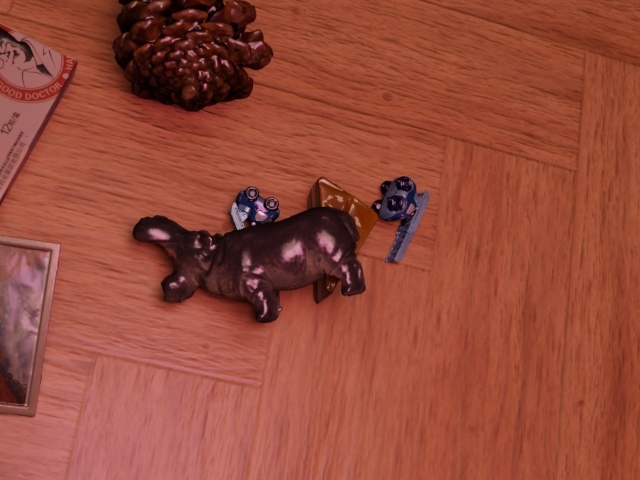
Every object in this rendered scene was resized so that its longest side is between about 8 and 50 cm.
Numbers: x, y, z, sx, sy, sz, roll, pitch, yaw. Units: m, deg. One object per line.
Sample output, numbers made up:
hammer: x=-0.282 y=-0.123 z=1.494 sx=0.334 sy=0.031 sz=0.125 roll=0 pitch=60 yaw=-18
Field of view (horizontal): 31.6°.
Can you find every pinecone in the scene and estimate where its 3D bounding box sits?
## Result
pinecone: x=-0.204 y=-0.328 z=1.739 sx=0.244 sy=0.244 sz=0.309 roll=-2 pitch=61 yaw=-18

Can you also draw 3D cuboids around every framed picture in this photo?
framed picture: x=-0.470 y=0.113 z=1.576 sx=0.184 sy=0.016 sz=0.250 roll=10 pitch=86 yaw=-15

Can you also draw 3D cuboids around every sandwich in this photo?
sandwich: x=0.000 y=0.000 z=1.766 sx=0.113 sy=0.079 sz=0.163 roll=34 pitch=67 yaw=-5

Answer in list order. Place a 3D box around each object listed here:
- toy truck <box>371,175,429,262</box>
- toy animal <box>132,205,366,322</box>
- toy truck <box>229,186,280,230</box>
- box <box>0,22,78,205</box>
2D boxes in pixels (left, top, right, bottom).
toy truck: x=0.121 y=-0.037 z=1.831 sx=0.074 sy=0.063 sz=0.136 roll=37 pitch=67 yaw=-24
toy animal: x=-0.107 y=0.038 z=1.669 sx=0.343 sy=0.106 sz=0.168 roll=-2 pitch=85 yaw=4
toy truck: x=-0.108 y=-0.033 z=1.761 sx=0.073 sy=0.056 sz=0.090 roll=27 pitch=79 yaw=-3
box: x=-0.532 y=-0.165 z=1.664 sx=0.214 sy=0.069 sz=0.353 roll=27 pitch=64 yaw=-7
